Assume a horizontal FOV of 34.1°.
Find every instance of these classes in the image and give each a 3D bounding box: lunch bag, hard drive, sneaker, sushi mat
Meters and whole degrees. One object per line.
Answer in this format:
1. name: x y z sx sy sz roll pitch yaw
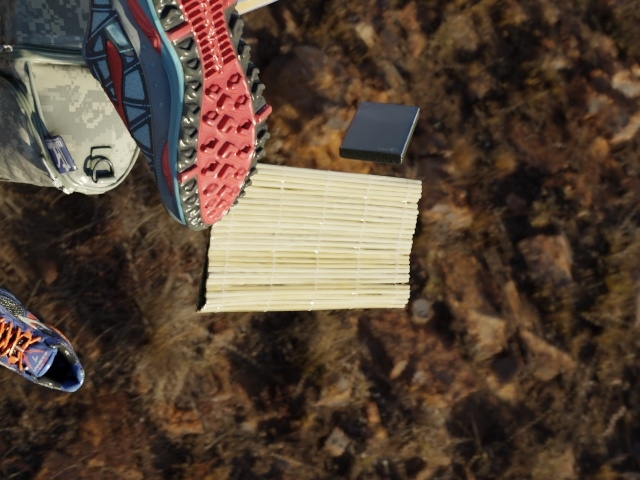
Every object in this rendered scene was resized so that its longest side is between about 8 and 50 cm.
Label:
1. lunch bag: -0.354 -0.193 1.320 0.212 0.305 0.256 -7 100 -43
2. hard drive: 0.090 -0.162 1.567 0.135 0.094 0.022 -67 160 -48
3. sneaker: -0.118 -0.135 0.795 0.104 0.125 0.262 -33 129 -40
4. sushi mat: 0.000 0.000 1.107 0.316 0.019 0.151 2 94 -46
5. sneaker: -0.363 0.124 1.273 0.083 0.087 0.221 -57 143 -4

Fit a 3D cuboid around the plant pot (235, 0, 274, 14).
1. plant pot: -0.097 -0.369 1.072 0.236 0.236 0.212 -28 63 -28
